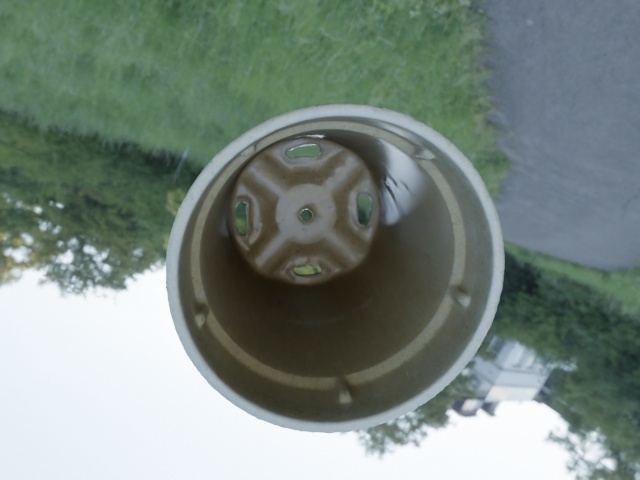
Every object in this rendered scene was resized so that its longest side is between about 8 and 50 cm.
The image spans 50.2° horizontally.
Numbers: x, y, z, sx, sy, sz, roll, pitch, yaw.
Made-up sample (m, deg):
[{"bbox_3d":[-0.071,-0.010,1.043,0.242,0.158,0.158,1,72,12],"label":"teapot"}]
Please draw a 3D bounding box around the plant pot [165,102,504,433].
[{"bbox_3d":[0.000,0.000,0.805,0.333,0.334,0.305,26,-171,-13],"label":"plant pot"}]
